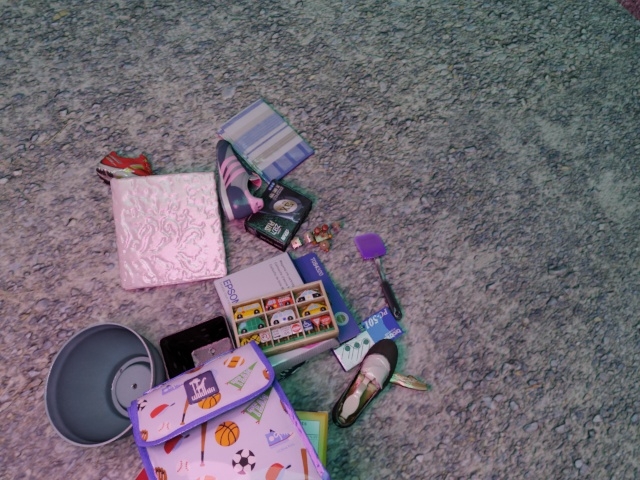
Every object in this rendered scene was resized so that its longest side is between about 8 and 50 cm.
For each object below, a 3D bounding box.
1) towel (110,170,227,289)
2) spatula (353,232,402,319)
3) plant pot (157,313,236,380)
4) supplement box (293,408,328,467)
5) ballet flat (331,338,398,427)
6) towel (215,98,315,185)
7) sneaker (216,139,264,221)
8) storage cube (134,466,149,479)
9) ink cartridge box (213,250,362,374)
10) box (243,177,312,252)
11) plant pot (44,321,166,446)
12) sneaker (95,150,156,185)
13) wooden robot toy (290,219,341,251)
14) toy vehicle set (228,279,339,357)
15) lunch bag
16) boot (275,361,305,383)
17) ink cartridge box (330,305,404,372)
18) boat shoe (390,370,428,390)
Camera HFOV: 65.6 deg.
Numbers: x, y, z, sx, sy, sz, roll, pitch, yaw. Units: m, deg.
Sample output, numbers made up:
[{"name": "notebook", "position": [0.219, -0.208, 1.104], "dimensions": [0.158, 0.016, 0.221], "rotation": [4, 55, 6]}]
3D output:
[{"name": "towel", "position": [-0.453, -0.034, 1.493], "dimensions": [0.316, 0.053, 0.332], "rotation": [-6, 90, -7]}, {"name": "spatula", "position": [0.190, 0.107, 1.539], "dimensions": [0.084, 0.030, 0.297], "rotation": [-16, 72, -11]}, {"name": "plant pot", "position": [-0.302, 0.332, 1.353], "dimensions": [0.187, 0.167, 0.188], "rotation": [-21, 72, -3]}, {"name": "supplement box", "position": [-0.090, 0.612, 1.254], "dimensions": [0.194, 0.195, 0.357], "rotation": [5, 71, -2]}, {"name": "ballet flat", "position": [0.129, 0.398, 1.367], "dimensions": [0.095, 0.096, 0.281], "rotation": [31, 84, 12]}, {"name": "towel", "position": [-0.187, -0.334, 1.678], "dimensions": [0.209, 0.034, 0.285], "rotation": [-41, 79, -18]}, {"name": "sneaker", "position": [-0.253, -0.198, 1.561], "dimensions": [0.130, 0.112, 0.319], "rotation": [-13, 58, -2]}, {"name": "storage cube", "position": [-0.336, 0.597, 1.216], "dimensions": [0.193, 0.184, 0.215], "rotation": [31, 46, 3]}, {"name": "ink cartridge box", "position": [-0.098, 0.190, 1.421], "dimensions": [0.329, 0.071, 0.324], "rotation": [-23, 56, -13]}, {"name": "box", "position": [-0.131, -0.079, 1.564], "dimensions": [0.147, 0.077, 0.180], "rotation": [30, 71, 7]}, {"name": "plant pot", "position": [-0.524, 0.378, 1.298], "dimensions": [0.292, 0.196, 0.293], "rotation": [-4, 69, 11]}, {"name": "sneaker", "position": [-0.568, -0.216, 1.579], "dimensions": [0.278, 0.107, 0.118], "rotation": [20, 61, 2]}, {"name": "wooden robot toy", "position": [0.000, 0.000, 1.550], "dimensions": [0.173, 0.076, 0.079], "rotation": [-22, 84, -10]}, {"name": "toy vehicle set", "position": [-0.100, 0.216, 1.337], "dimensions": [0.266, 0.035, 0.166], "rotation": [-14, 55, -11]}, {"name": "lunch bag", "position": [-0.205, 0.442, 1.080], "dimensions": [0.327, 0.239, 0.386], "rotation": [-23, 59, -17]}, {"name": "boot", "position": [-0.100, 0.349, 1.406], "dimensions": [0.190, 0.086, 0.069], "rotation": [-36, 76, -15]}, {"name": "ink cartridge box", "position": [0.133, 0.289, 1.462], "dimensions": [0.207, 0.046, 0.097], "rotation": [-30, 75, -13]}, {"name": "boat shoe", "position": [0.236, 0.394, 1.427], "dimensions": [0.152, 0.056, 0.048], "rotation": [14, 74, 10]}]
